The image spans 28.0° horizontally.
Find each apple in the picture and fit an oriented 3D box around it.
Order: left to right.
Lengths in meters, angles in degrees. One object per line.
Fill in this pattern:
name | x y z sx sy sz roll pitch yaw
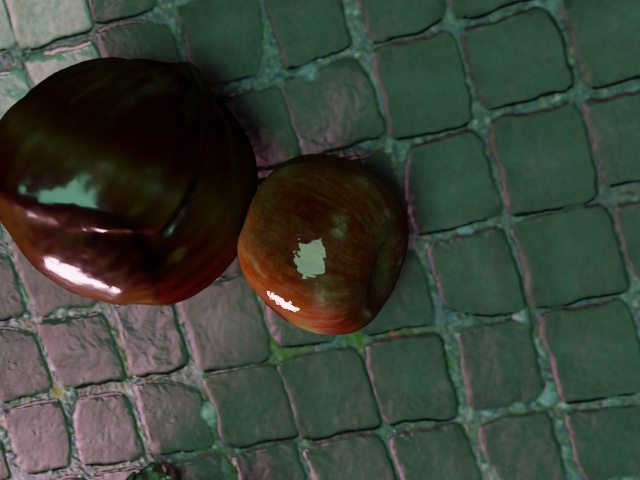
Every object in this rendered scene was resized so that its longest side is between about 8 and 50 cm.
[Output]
apple | 0.000 0.000 1.066 0.131 0.146 0.146 24 113 21

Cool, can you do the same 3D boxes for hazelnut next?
hazelnut | -0.163 -0.055 1.095 0.229 0.229 0.229 6 107 21

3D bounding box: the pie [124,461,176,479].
pie | -0.149 0.367 1.197 0.302 0.067 0.302 -5 84 55
